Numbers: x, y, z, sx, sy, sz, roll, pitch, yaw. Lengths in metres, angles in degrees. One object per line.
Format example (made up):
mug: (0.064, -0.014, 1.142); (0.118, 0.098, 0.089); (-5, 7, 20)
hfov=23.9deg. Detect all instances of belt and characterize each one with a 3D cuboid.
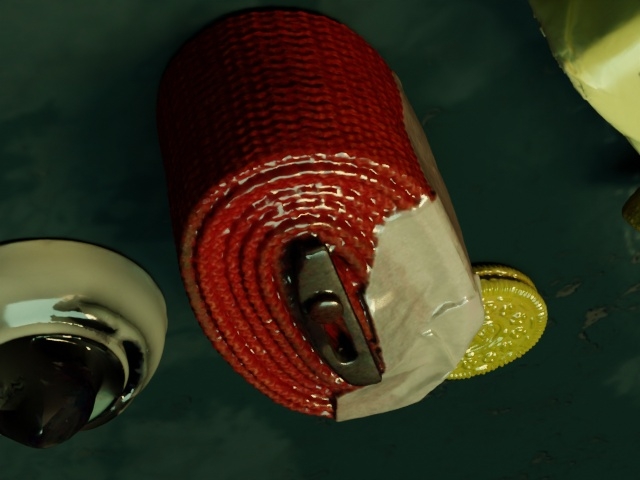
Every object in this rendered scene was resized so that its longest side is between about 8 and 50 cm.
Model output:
belt: (0.000, 0.000, 0.717); (0.128, 0.124, 0.201); (-21, 138, 8)

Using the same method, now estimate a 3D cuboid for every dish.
dish: (-0.144, 0.074, 0.786); (0.141, 0.078, 0.141); (-9, 138, -8)

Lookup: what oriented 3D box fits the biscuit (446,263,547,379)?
biscuit: (0.088, 0.048, 0.870); (0.084, 0.023, 0.084); (-10, 138, -9)

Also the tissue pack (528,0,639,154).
tissue pack: (0.219, -0.126, 0.645); (0.234, 0.125, 0.159); (-33, 136, 19)

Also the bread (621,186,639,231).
bread: (0.288, -0.019, 0.769); (0.233, 0.161, 0.088); (-2, 119, -24)
